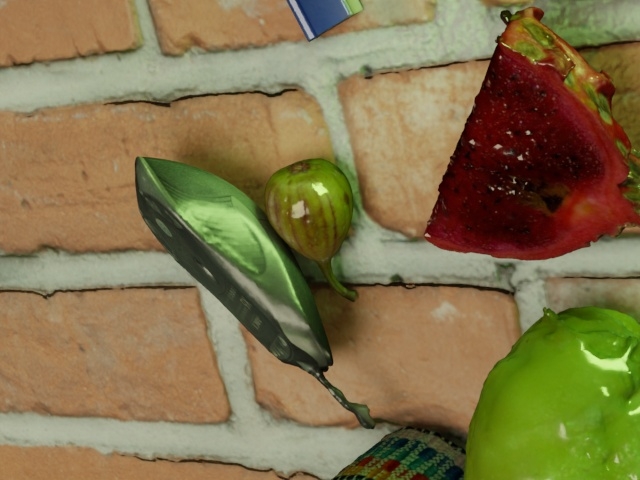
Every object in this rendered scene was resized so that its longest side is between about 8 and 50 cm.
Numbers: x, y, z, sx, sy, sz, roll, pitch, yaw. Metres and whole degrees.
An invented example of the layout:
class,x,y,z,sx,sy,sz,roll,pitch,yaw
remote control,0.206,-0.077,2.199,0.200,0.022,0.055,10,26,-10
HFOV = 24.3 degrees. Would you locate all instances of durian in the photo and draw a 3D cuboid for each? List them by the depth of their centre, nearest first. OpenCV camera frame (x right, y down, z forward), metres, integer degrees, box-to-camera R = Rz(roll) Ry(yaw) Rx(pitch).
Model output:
class,x,y,z,sx,sy,sz,roll,pitch,yaw
durian,0.251,0.231,1.393,0.255,0.204,0.340,-31,88,9

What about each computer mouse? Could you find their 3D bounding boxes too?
class,x,y,z,sx,sy,sz,roll,pitch,yaw
computer mouse,-0.057,0.044,1.568,0.379,0.090,0.167,48,166,2

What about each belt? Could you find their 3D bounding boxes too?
class,x,y,z,sx,sy,sz,roll,pitch,yaw
belt,0.114,0.331,1.552,0.257,0.150,0.207,52,138,6

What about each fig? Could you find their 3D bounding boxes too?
class,x,y,z,sx,sy,sz,roll,pitch,yaw
fig,0.009,-0.005,1.519,0.093,0.093,0.166,-21,102,39

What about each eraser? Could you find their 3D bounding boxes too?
class,x,y,z,sx,sy,sz,roll,pitch,yaw
eraser,-0.005,-0.246,1.456,0.063,0.027,0.085,-25,96,40

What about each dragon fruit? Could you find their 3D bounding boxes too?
class,x,y,z,sx,sy,sz,roll,pitch,yaw
dragon fruit,0.219,-0.080,1.324,0.211,0.134,0.262,31,141,6
